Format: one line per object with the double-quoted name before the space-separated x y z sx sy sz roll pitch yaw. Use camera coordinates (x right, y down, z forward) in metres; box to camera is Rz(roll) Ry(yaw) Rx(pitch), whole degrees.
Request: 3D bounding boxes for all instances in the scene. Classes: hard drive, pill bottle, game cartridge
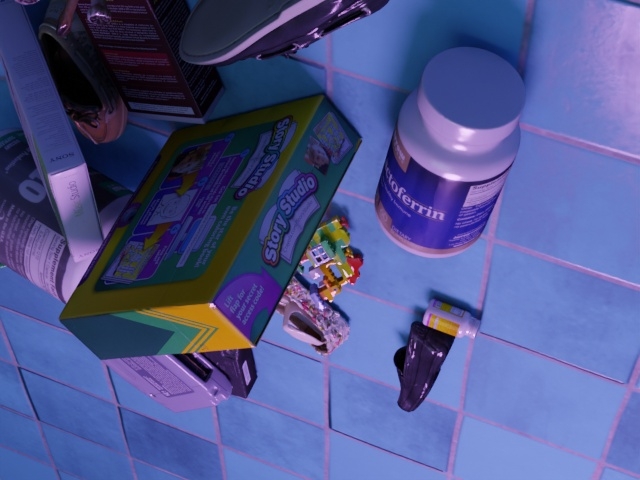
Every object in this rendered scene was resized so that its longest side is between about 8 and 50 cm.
"hard drive" -0.289 0.160 2.377 0.338 0.064 0.237 15 145 18
"pill bottle" 0.202 0.123 1.989 0.083 0.043 0.043 21 147 11
"pill bottle" -0.382 -0.012 2.023 0.361 0.204 0.204 30 149 19
"pill bottle" 0.161 -0.107 1.606 0.153 0.153 0.265 23 146 7
"game cartridge" -0.319 0.205 2.358 0.196 0.060 0.294 -20 124 45

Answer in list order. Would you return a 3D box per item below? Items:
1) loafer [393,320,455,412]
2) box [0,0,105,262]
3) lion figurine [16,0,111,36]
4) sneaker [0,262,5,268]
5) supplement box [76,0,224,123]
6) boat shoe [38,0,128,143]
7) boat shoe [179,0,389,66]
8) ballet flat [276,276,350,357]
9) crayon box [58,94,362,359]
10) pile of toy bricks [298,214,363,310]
"loafer" 0.156 0.203 2.110 0.078 0.076 0.223 28 143 9
"box" -0.386 -0.160 1.819 0.232 0.058 0.322 93 156 -60
"lion figurine" -0.316 -0.422 1.511 0.142 0.240 0.392 -3 162 -11
"sneaker" -0.472 0.006 2.243 0.295 0.124 0.109 -10 131 42
"supplement box" -0.233 -0.269 1.740 0.130 0.073 0.239 8 143 27
"boat shoe" -0.350 -0.232 1.859 0.104 0.089 0.285 15 145 18
"boat shoe" -0.042 -0.274 1.560 0.113 0.127 0.340 21 152 -35
"ballet flat" -0.053 0.104 2.119 0.241 0.077 0.091 36 147 -12
"crayon box" -0.148 -0.015 1.760 0.313 0.363 0.106 -7 135 42
"pile of toy bricks" 0.000 0.000 1.932 0.105 0.118 0.212 -27 115 14
